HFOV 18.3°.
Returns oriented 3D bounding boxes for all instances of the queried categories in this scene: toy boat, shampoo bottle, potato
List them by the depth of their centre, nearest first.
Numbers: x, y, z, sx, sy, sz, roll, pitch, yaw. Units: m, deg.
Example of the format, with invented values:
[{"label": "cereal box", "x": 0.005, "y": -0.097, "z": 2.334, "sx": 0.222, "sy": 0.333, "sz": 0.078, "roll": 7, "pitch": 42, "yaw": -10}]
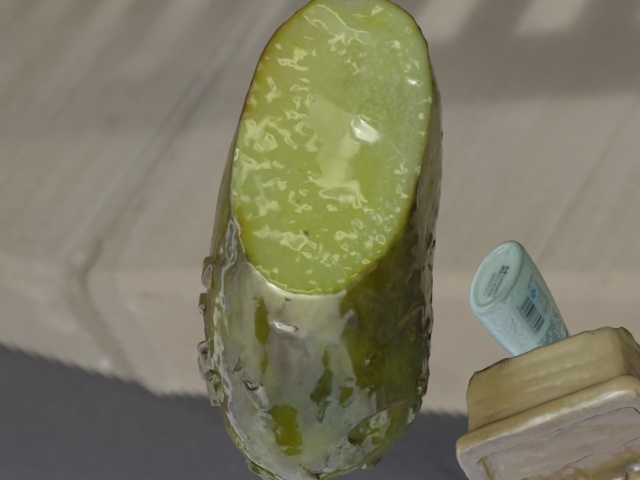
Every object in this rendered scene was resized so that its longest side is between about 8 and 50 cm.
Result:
[{"label": "toy boat", "x": 0.158, "y": 0.128, "z": 1.085, "sx": 0.116, "sy": 0.061, "sz": 0.188, "roll": -22, "pitch": 131, "yaw": 19}, {"label": "potato", "x": 0.000, "y": 0.000, "z": 1.174, "sx": 0.141, "sy": 0.298, "sz": 0.176, "roll": 2, "pitch": -174, "yaw": -2}, {"label": "shampoo bottle", "x": 0.176, "y": 0.076, "z": 1.595, "sx": 0.041, "sy": 0.069, "sz": 0.191, "roll": 7, "pitch": 152, "yaw": 34}]
